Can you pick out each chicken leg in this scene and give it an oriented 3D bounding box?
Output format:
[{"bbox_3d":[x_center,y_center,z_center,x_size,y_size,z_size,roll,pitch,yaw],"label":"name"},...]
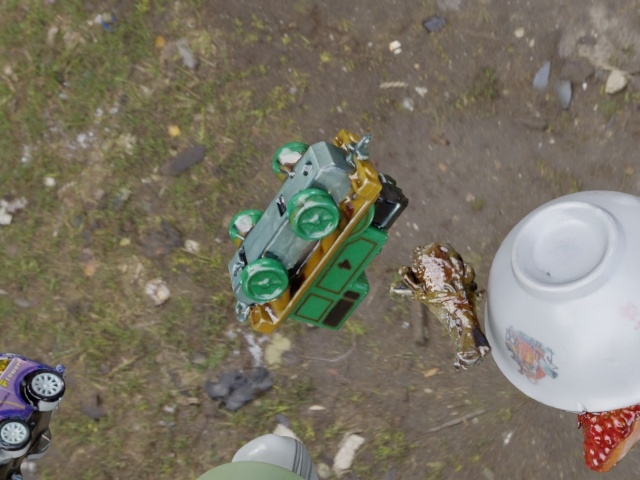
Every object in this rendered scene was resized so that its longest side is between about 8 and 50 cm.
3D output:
[{"bbox_3d":[0.185,0.090,1.179,0.125,0.080,0.196,-22,61,-27],"label":"chicken leg"}]

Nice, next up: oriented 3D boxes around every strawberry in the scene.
[{"bbox_3d":[0.492,0.278,1.383,0.190,0.236,0.111,-39,60,-10],"label":"strawberry"}]

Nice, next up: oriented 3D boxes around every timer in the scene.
[{"bbox_3d":[-0.090,0.436,1.334,0.291,0.315,0.290,4,113,8],"label":"timer"}]

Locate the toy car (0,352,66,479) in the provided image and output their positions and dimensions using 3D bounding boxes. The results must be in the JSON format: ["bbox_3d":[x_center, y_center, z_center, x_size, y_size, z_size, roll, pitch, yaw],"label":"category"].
[{"bbox_3d":[-0.535,0.306,1.386,0.158,0.235,0.172,25,128,-1],"label":"toy car"}]

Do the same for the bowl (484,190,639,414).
[{"bbox_3d":[0.356,0.045,1.137,0.346,0.157,0.345,-20,48,24],"label":"bowl"}]

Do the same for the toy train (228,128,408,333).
[{"bbox_3d":[0.000,0.000,1.437,0.429,0.249,0.178,-53,32,25],"label":"toy train"}]
